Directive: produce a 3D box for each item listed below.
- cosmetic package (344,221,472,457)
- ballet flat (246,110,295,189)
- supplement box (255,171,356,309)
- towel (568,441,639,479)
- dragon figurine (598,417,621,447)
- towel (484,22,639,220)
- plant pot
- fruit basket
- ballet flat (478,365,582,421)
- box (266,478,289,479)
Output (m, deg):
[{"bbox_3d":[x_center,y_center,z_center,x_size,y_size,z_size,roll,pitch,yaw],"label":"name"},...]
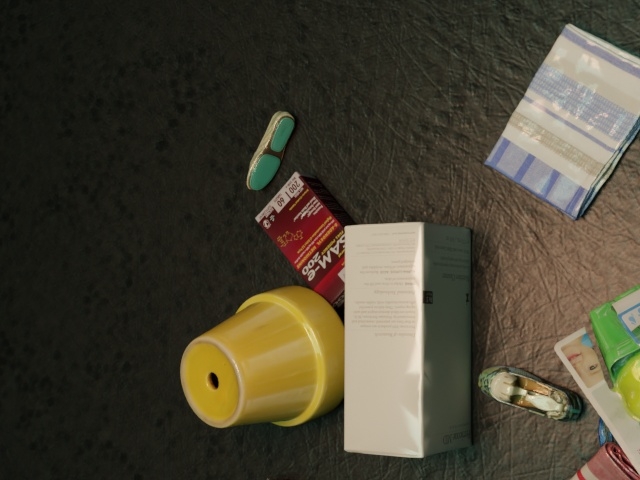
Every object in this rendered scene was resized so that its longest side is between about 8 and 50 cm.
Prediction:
[{"bbox_3d":[0.152,0.167,1.814,0.156,0.217,0.385,-4,86,31],"label":"cosmetic package"},{"bbox_3d":[-0.100,-0.177,2.090,0.168,0.057,0.052,-61,34,9],"label":"ballet flat"},{"bbox_3d":[0.000,0.000,1.997,0.130,0.073,0.239,-48,66,19],"label":"supplement box"},{"bbox_3d":[0.445,0.465,1.603,0.237,0.037,0.329,42,140,16],"label":"towel"},{"bbox_3d":[0.483,0.295,1.646,0.085,0.144,0.289,-3,85,30],"label":"dragon figurine"},{"bbox_3d":[0.424,-0.201,1.782,0.209,0.034,0.285,37,105,28],"label":"towel"},{"bbox_3d":[-0.112,0.225,1.916,0.254,0.239,0.254,11,106,42],"label":"plant pot"},{"bbox_3d":[0.554,0.195,1.506,0.327,0.165,0.353,-29,44,2],"label":"fruit basket"},{"bbox_3d":[0.343,0.254,1.779,0.188,0.070,0.070,12,92,31],"label":"ballet flat"},{"bbox_3d":[-0.033,0.631,1.938,0.295,0.073,0.293,23,93,38],"label":"box"}]
